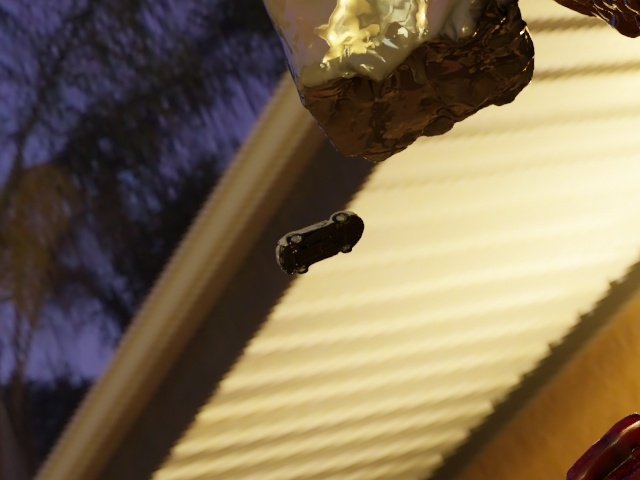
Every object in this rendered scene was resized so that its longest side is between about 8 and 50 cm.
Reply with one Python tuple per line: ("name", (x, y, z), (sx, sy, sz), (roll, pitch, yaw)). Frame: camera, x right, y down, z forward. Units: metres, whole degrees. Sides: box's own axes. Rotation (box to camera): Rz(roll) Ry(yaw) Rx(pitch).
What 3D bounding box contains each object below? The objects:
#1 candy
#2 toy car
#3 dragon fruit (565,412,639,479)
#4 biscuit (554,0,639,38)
("candy", (0.035, -0.163, 1.028), (0.137, 0.195, 0.185), (-21, -16, 9))
("toy car", (0.000, 0.000, 1.649), (0.093, 0.025, 0.041), (-24, -48, -26))
("dragon fruit", (0.218, 0.175, 1.087), (0.161, 0.127, 0.120), (-38, -4, 20))
("biscuit", (0.198, -0.261, 1.405), (0.318, 0.312, 0.110), (30, -86, -13))
